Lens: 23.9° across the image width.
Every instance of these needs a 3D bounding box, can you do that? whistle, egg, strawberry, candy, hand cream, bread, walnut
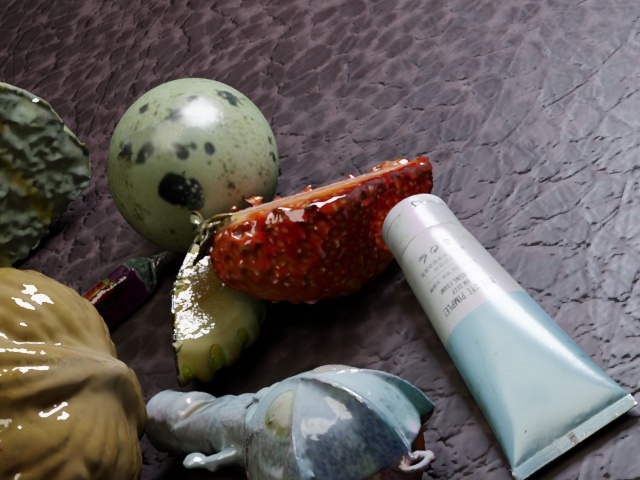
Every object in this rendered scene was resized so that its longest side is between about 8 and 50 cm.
[{"bbox_3d":[-0.030,0.167,1.251,0.346,0.134,0.142,-2,49,51],"label":"whistle"},{"bbox_3d":[-0.131,-0.083,1.571,0.177,0.177,0.228,-27,20,10],"label":"egg"},{"bbox_3d":[0.001,0.001,1.422,0.235,0.107,0.175,-12,10,4],"label":"strawberry"},{"bbox_3d":[-0.223,0.067,1.583,0.175,0.043,0.045,-39,38,-13],"label":"candy"},{"bbox_3d":[0.147,0.071,1.276,0.111,0.070,0.312,-32,43,1],"label":"hand cream"},{"bbox_3d":[-0.098,0.070,1.444,0.094,0.083,0.157,-11,44,-2],"label":"bread"},{"bbox_3d":[-0.304,0.176,1.311,0.332,0.333,0.333,-22,37,17],"label":"walnut"},{"bbox_3d":[-0.490,-0.064,1.780,0.395,0.239,0.264,-37,35,-8],"label":"bread"}]
